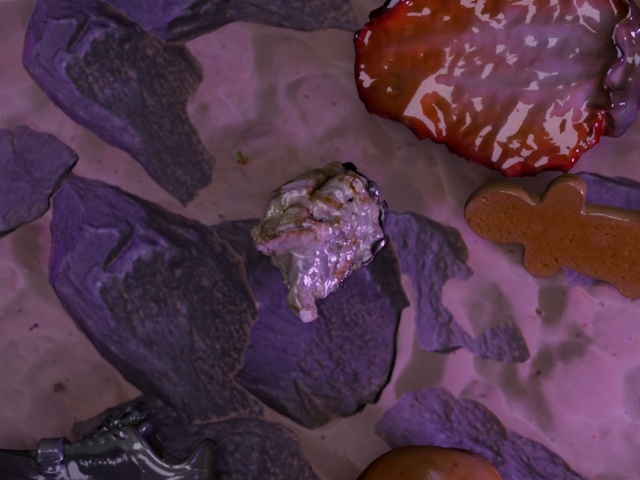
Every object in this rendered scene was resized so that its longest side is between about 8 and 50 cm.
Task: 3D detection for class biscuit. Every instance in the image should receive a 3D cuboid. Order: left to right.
[{"bbox_3d":[0.283,-0.014,1.552,0.240,0.158,0.035,18,45,4],"label":"biscuit"}]

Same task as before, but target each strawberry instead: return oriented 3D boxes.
[{"bbox_3d":[0.211,-0.212,1.572,0.336,0.149,0.265,1,100,16],"label":"strawberry"}]

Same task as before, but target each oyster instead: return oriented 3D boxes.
[{"bbox_3d":[0.000,0.000,1.599,0.163,0.081,0.191,-3,88,0],"label":"oyster"}]

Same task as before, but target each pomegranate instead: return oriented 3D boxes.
[{"bbox_3d":[0.122,0.321,1.499,0.209,0.209,0.209,0,85,5],"label":"pomegranate"}]

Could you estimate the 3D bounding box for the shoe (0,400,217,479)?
[{"bbox_3d":[-0.254,0.252,1.588,0.293,0.109,0.149,15,83,3],"label":"shoe"}]
